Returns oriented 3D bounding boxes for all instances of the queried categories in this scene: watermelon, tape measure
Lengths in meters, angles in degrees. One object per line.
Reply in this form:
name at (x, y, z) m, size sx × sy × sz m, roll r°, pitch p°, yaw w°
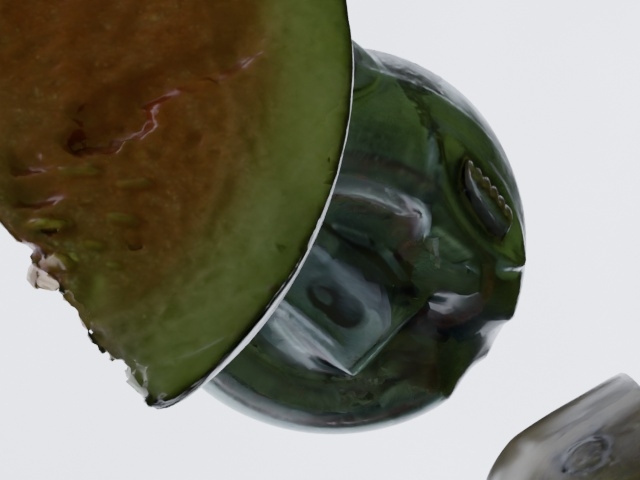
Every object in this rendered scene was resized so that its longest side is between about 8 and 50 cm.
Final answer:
watermelon at (-0.059, -0.068, 0.462) m, size 0.119 × 0.063 × 0.245 m, roll -15°, pitch -113°, yaw -30°
tape measure at (0.000, 0.000, 1.175) m, size 0.275 × 0.256 × 0.147 m, roll 31°, pitch -153°, yaw -15°

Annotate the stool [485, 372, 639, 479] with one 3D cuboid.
stool at (0.055, 0.195, 0.724) m, size 0.179 × 0.264 × 0.179 m, roll 59°, pitch 180°, yaw 0°
